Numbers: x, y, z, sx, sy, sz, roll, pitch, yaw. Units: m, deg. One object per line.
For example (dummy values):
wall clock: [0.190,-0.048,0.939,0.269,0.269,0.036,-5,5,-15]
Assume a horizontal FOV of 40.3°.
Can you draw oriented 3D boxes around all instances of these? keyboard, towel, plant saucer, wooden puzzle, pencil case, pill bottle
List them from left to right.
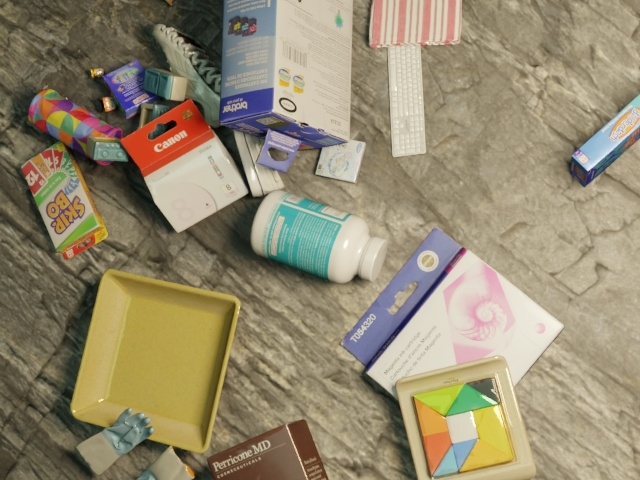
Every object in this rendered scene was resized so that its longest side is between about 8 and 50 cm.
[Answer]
pencil case: [-0.562,-0.265,2.006,0.236,0.104,0.104,33,91,17]
plant saucer: [-0.344,0.255,1.880,0.333,0.081,0.332,11,85,17]
pill bottle: [0.000,0.000,1.790,0.264,0.146,0.146,20,88,17]
keyboard: [0.183,-0.306,1.854,0.072,0.014,0.256,-4,81,14]
towel: [0.204,-0.480,1.862,0.197,0.029,0.144,1,74,15]
wooden puzzle: [0.272,0.356,1.652,0.221,0.044,0.238,-15,82,10]

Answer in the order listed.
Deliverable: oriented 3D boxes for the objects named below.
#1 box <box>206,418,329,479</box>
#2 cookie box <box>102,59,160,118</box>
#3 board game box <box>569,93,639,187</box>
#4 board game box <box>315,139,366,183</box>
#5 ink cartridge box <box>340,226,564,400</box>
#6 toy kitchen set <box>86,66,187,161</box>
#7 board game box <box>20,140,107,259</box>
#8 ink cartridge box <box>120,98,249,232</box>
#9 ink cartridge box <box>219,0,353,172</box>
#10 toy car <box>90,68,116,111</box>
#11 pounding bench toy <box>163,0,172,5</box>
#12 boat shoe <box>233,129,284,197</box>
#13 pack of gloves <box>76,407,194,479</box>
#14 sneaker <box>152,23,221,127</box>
box: [-0.058,0.569,1.729,0.191,0.143,0.381,-26,74,10]
cookie box: [-0.432,-0.346,1.996,0.092,0.040,0.107,-30,74,-15]
board game box: [0.570,-0.201,1.659,0.210,0.160,0.047,-43,74,6]
board game box: [0.044,-0.174,1.869,0.090,0.020,0.090,14,86,18]
ink cartridge box: [0.252,0.190,1.736,0.330,0.071,0.324,39,94,15]
toy kitchen set: [-0.403,-0.270,1.890,0.122,0.166,0.207,26,110,48]
board game box: [-0.596,-0.093,2.024,0.124,0.039,0.259,-30,78,10]
ink cartridge box: [-0.292,-0.156,1.873,0.189,0.066,0.232,-29,119,10]
ink cartridge box: [-0.066,-0.346,1.783,0.151,0.270,0.395,-7,78,35]
toy car: [-0.501,-0.353,2.025,0.041,0.060,0.122,-13,84,-18]
pounding bench toy: [-0.370,-0.600,2.025,0.083,0.052,0.065,33,91,17]
boat shoe: [-0.140,-0.224,1.868,0.084,0.095,0.258,-15,109,-2]
pack of gloves: [-0.385,0.458,1.842,0.232,0.046,0.195,-37,88,31]
sneaker: [-0.291,-0.372,1.949,0.118,0.110,0.292,-47,73,14]
